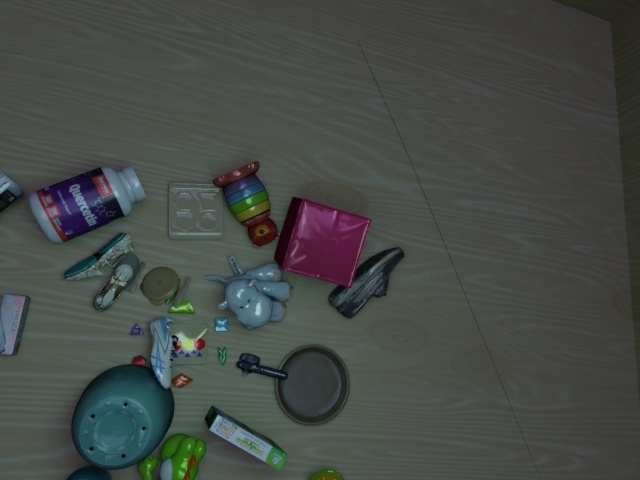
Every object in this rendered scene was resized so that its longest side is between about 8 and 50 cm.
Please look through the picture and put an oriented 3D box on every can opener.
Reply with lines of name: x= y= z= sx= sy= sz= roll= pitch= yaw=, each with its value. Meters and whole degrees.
can opener: x=-0.201 y=0.445 z=1.606 sx=0.186 sy=0.059 sz=0.073 roll=16 pitch=76 yaw=8

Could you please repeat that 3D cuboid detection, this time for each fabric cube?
fabric cube: x=0.000 y=0.000 z=1.654 sx=0.259 sy=0.258 sz=0.254 roll=17 pitch=91 yaw=-13

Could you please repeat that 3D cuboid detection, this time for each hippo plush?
hippo plush: x=-0.225 y=0.169 z=1.566 sx=0.234 sy=0.236 sz=0.294 roll=-39 pitch=92 yaw=-6

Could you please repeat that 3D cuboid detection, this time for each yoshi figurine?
yoshi figurine: x=-0.478 y=0.757 z=1.434 sx=0.203 sy=0.203 sz=0.362 roll=28 pitch=81 yaw=28

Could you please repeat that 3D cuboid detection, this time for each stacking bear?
stacking bear: x=-0.250 y=-0.118 z=1.695 sx=0.175 sy=0.164 sz=0.289 roll=-25 pitch=97 yaw=-9

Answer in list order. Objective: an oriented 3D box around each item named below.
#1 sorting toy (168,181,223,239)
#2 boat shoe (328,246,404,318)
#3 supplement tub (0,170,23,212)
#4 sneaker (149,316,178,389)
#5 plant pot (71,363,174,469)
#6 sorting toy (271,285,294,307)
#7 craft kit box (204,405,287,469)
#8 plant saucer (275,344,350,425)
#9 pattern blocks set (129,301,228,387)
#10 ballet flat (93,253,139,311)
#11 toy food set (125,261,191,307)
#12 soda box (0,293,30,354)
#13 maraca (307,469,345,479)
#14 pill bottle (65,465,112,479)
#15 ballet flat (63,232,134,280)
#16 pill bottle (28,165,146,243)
sorting toy: x=-0.453 y=-0.104 z=1.694 sx=0.193 sy=0.038 sz=0.208 roll=0 pitch=82 yaw=-17
boat shoe: x=0.193 y=0.163 z=1.794 sx=0.355 sy=0.132 sz=0.130 roll=-38 pitch=100 yaw=-13
supplement tub: x=-1.057 y=-0.129 z=1.464 sx=0.117 sy=0.117 sz=0.190 roll=41 pitch=69 yaw=-5
sneaker: x=-0.495 y=0.353 z=1.484 sx=0.086 sy=0.085 sz=0.237 roll=-14 pitch=60 yaw=-4
plant pot: x=-0.588 y=0.530 z=1.375 sx=0.293 sy=0.235 sz=0.292 roll=2 pitch=82 yaw=-16
sorting toy: x=-0.147 y=0.196 z=1.718 sx=0.075 sy=0.045 sz=0.083 roll=16 pitch=72 yaw=7
craft kit box: x=-0.243 y=0.618 z=1.472 sx=0.247 sy=0.250 sz=0.061 roll=30 pitch=70 yaw=-7
plant saucer: x=-0.030 y=0.517 z=1.674 sx=0.278 sy=0.041 sz=0.277 roll=4 pitch=76 yaw=-16
pattern blocks set: x=-0.478 y=0.350 z=1.580 sx=0.325 sy=0.026 sz=0.285 roll=10 pitch=75 yaw=-15
ballet flat: x=-0.668 y=0.142 z=1.534 sx=0.072 sy=0.068 sz=0.213 roll=37 pitch=77 yaw=-22
toy food set: x=-0.551 y=0.155 z=1.599 sx=0.192 sy=0.038 sz=0.132 roll=19 pitch=65 yaw=3
soda box: x=-0.956 y=0.259 z=1.435 sx=0.063 sy=0.058 sz=0.183 roll=8 pitch=74 yaw=-16
maraca: x=0.001 y=0.854 z=1.577 sx=0.186 sy=0.099 sz=0.127 roll=-34 pitch=86 yaw=5
pill bottle: x=-0.672 y=0.734 z=1.300 sx=0.146 sy=0.264 sz=0.146 roll=4 pitch=75 yaw=-17
ballet flat: x=-0.724 y=0.070 z=1.545 sx=0.241 sy=0.091 sz=0.077 roll=-39 pitch=123 yaw=-17
pill bottle: x=-0.754 y=-0.129 z=1.524 sx=0.323 sy=0.181 sz=0.181 roll=-28 pitch=87 yaw=-21
